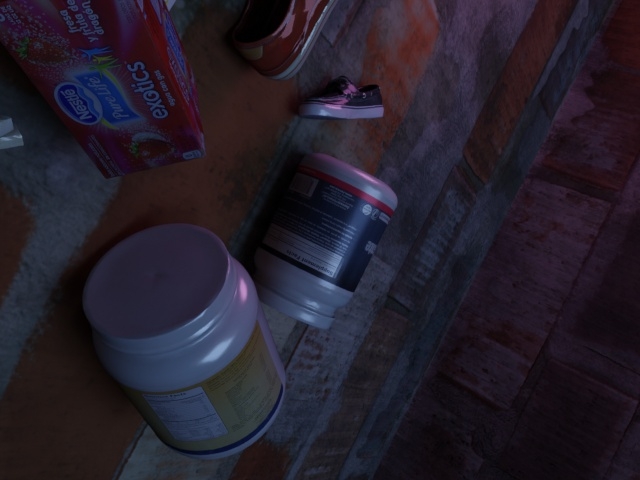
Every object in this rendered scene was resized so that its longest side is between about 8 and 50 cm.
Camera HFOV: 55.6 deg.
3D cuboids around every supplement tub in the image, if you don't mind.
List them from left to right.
[{"bbox_3d":[-0.186,0.151,0.881,0.228,0.228,0.316,-45,144,-28],"label":"supplement tub"},{"bbox_3d":[0.000,0.000,1.082,0.191,0.191,0.272,27,90,-59],"label":"supplement tub"}]

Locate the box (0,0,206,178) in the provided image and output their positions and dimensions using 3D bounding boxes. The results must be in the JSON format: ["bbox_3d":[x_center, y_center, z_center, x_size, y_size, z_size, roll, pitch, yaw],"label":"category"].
[{"bbox_3d":[-0.209,-0.189,0.604,0.123,0.128,0.256,-12,154,0],"label":"box"}]

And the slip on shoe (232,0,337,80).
[{"bbox_3d":[-0.024,-0.389,0.839,0.101,0.123,0.331,14,105,-55],"label":"slip on shoe"}]

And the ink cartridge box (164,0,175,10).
[{"bbox_3d":[-0.195,-0.327,0.671,0.181,0.062,0.104,-61,149,-5],"label":"ink cartridge box"}]

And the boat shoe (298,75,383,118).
[{"bbox_3d":[0.042,-0.253,1.077,0.229,0.080,0.076,-14,107,-48],"label":"boat shoe"}]

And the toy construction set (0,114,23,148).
[{"bbox_3d":[-0.363,-0.197,0.452,0.215,0.151,0.327,-32,126,-42],"label":"toy construction set"}]
